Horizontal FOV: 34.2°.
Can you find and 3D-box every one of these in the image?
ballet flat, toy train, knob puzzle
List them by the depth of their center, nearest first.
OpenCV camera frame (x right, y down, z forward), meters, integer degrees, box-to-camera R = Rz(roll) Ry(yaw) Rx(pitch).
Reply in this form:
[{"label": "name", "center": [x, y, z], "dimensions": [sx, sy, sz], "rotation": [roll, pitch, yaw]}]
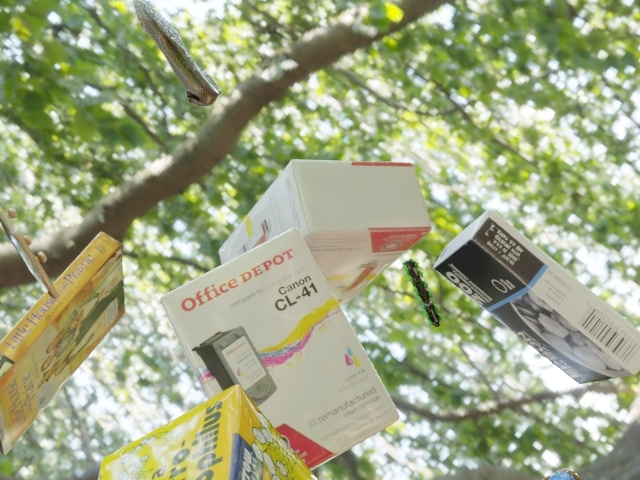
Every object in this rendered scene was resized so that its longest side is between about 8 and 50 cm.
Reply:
[{"label": "toy train", "center": [0.107, 0.054, 1.096], "dimensions": [0.017, 0.024, 0.083], "rotation": [-27, -74, -5]}, {"label": "knob puzzle", "center": [-0.494, 0.017, 1.772], "dimensions": [0.030, 0.213, 0.213], "rotation": [-34, -31, -18]}, {"label": "ballet flat", "center": [-0.274, -0.342, 1.915], "dimensions": [0.058, 0.250, 0.084], "rotation": [-41, -11, 18]}]

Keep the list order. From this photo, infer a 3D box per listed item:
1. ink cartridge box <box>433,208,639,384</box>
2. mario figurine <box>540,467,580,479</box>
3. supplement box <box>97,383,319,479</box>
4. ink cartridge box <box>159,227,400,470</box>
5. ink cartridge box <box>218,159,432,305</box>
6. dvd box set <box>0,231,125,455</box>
[{"label": "ink cartridge box", "center": [0.216, 0.069, 1.080], "dimensions": [0.045, 0.206, 0.208], "rotation": [-50, -3, -12]}, {"label": "mario figurine", "center": [0.315, 0.457, 1.483], "dimensions": [0.320, 0.198, 0.170], "rotation": [-25, -73, -59]}, {"label": "supplement box", "center": [-0.068, 0.369, 1.108], "dimensions": [0.195, 0.194, 0.356], "rotation": [-31, -67, 14]}, {"label": "ink cartridge box", "center": [-0.060, 0.170, 1.462], "dimensions": [0.226, 0.306, 0.131], "rotation": [-28, -8, -8]}, {"label": "ink cartridge box", "center": [0.000, 0.000, 2.090], "dimensions": [0.279, 0.160, 0.384], "rotation": [-3, -24, -29]}, {"label": "dvd box set", "center": [-0.557, 0.215, 2.160], "dimensions": [0.420, 0.062, 0.307], "rotation": [-53, -13, -33]}]
